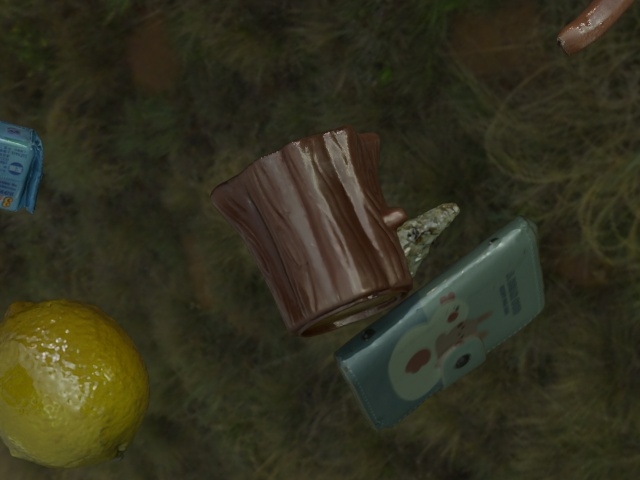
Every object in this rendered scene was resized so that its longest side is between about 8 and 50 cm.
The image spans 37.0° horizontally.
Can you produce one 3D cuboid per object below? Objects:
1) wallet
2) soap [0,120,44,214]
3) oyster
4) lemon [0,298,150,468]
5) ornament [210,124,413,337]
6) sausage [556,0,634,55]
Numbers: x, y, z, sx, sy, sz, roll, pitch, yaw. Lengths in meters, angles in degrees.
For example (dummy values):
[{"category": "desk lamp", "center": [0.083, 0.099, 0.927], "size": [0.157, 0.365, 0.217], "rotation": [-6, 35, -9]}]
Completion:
[{"category": "wallet", "center": [0.190, 0.132, 1.449], "size": [0.083, 0.360, 0.252], "rotation": [49, 169, 36]}, {"category": "soap", "center": [-0.636, -0.149, 1.687], "size": [0.156, 0.293, 0.077], "rotation": [-65, 27, 22]}, {"category": "oyster", "center": [0.136, 0.007, 1.502], "size": [0.106, 0.200, 0.061], "rotation": [29, 161, -5]}, {"category": "lemon", "center": [-0.306, 0.172, 1.145], "size": [0.231, 0.192, 0.192], "rotation": [56, 145, -4]}, {"category": "ornament", "center": [0.000, 0.000, 1.249], "size": [0.221, 0.235, 0.218], "rotation": [113, 137, -73]}, {"category": "sausage", "center": [0.341, -0.282, 1.098], "size": [0.040, 0.177, 0.047], "rotation": [46, -171, 10]}]
